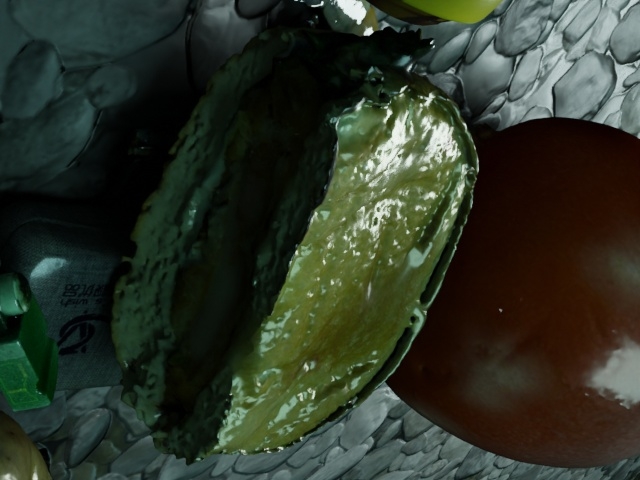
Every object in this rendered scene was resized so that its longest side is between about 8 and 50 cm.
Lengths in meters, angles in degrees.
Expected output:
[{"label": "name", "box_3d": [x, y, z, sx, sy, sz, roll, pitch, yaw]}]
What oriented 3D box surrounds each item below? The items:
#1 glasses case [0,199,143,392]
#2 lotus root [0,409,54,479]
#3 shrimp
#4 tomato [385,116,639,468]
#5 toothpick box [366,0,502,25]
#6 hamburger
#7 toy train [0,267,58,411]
[{"label": "glasses case", "box_3d": [-0.110, 0.040, 0.786, 0.323, 0.074, 0.131, 1, 126, -47]}, {"label": "lotus root", "box_3d": [-0.257, 0.184, 0.725, 0.154, 0.140, 0.257, -12, 154, -26]}, {"label": "shrimp", "box_3d": [-0.036, -0.113, 0.715, 0.217, 0.051, 0.150, -24, 141, -40]}, {"label": "tomato", "box_3d": [0.203, 0.051, 0.912, 0.321, 0.321, 0.322, -28, 145, -21]}, {"label": "toothpick box", "box_3d": [0.095, -0.256, 0.568, 0.175, 0.175, 0.271, 0, 133, -47]}, {"label": "hamburger", "box_3d": [0.000, 0.000, 0.695, 0.211, 0.132, 0.309, 0, 118, -50]}, {"label": "toy train", "box_3d": [-0.249, 0.062, 0.617, 0.178, 0.071, 0.105, -11, 130, 3]}]
